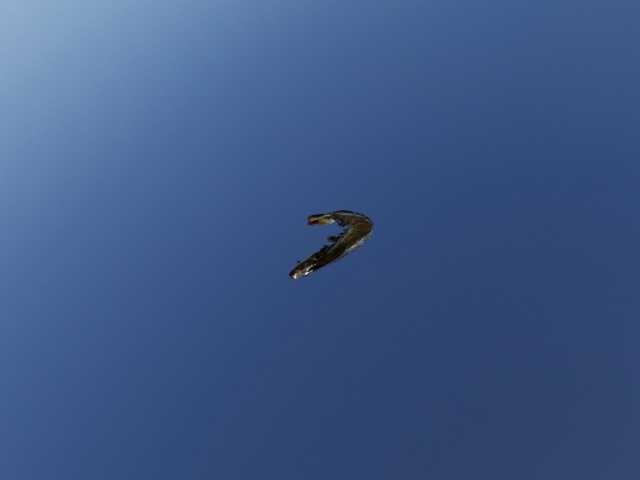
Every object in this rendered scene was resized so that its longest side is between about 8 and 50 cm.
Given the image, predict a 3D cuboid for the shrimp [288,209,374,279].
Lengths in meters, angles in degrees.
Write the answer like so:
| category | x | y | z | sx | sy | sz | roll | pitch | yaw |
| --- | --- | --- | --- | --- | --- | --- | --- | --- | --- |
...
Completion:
| category | x | y | z | sx | sy | sz | roll | pitch | yaw |
| --- | --- | --- | --- | --- | --- | --- | --- | --- | --- |
| shrimp | -0.001 | -0.003 | 0.844 | 0.195 | 0.035 | 0.148 | -32 | -139 | -20 |
